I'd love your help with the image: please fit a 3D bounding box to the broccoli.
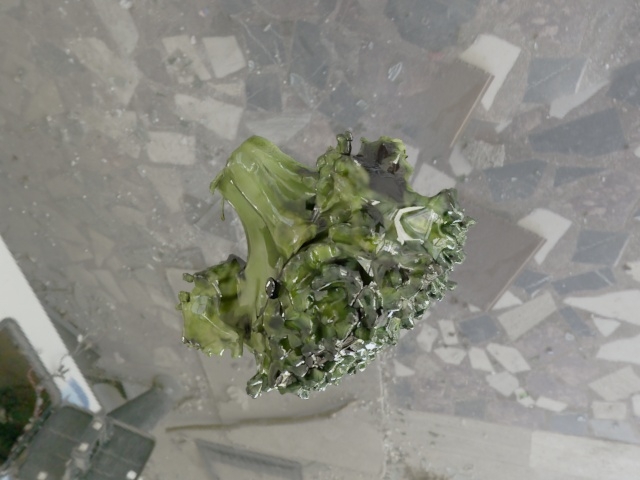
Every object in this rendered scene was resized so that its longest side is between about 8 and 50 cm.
[{"bbox_3d":[0.007,-0.008,0.614,0.281,0.348,0.293,40,124,0],"label":"broccoli"}]
